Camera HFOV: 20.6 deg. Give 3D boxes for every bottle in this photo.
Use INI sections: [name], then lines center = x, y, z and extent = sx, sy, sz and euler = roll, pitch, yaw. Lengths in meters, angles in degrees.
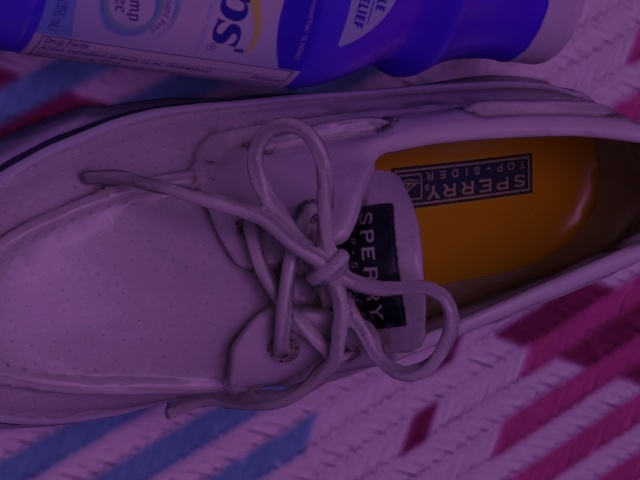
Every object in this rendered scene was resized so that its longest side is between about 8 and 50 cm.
[bottle]
center = -0.021, -0.123, 0.736
extent = 0.283, 0.092, 0.118
euler = 6, 103, -28

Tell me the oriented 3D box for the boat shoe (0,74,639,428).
[boat shoe]
center = 0.002, 0.008, 0.734
extent = 0.367, 0.156, 0.136
euler = -10, 103, -26
